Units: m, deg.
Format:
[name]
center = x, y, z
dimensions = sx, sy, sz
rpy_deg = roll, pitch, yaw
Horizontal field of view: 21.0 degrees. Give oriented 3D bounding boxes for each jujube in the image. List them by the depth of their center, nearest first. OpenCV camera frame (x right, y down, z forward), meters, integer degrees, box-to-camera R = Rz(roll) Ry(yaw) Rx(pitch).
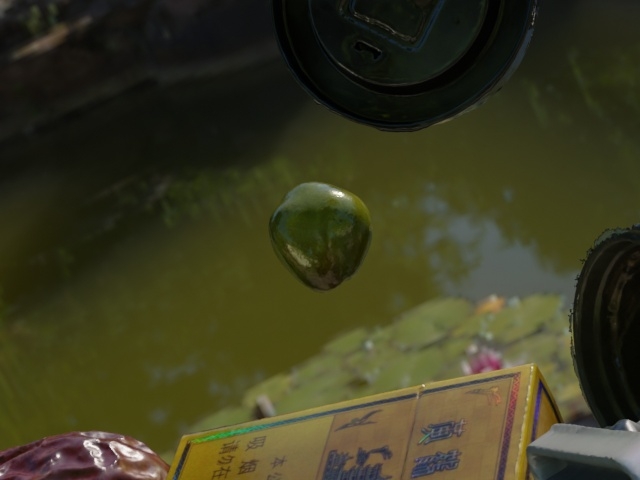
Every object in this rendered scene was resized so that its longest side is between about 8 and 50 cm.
[jujube]
center = -0.306, 0.306, 1.765
dimensions = 0.342, 0.216, 0.216
rpy_deg = -8, 23, 16

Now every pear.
[pear]
center = 0.000, 0.000, 1.489
dimensions = 0.092, 0.092, 0.097
rpy_deg = -14, 61, 31

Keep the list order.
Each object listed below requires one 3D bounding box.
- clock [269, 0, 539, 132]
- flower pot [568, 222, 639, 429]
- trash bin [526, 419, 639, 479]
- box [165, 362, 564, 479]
[clock]
center = 0.057, -0.164, 1.150
dimensions = 0.184, 0.184, 0.040
rpy_deg = -19, -7, 18
[flower pot]
center = 0.338, 0.090, 1.542
dimensions = 0.140, 0.235, 0.235
rpy_deg = -11, 11, -27
[trash bin]
center = 0.065, 0.268, 0.687
dimensions = 0.367, 0.296, 0.256
rpy_deg = -28, -2, -6
[box]
center = 0.021, 0.205, 1.249
dimensions = 0.301, 0.084, 0.193
rpy_deg = -14, 32, 23
